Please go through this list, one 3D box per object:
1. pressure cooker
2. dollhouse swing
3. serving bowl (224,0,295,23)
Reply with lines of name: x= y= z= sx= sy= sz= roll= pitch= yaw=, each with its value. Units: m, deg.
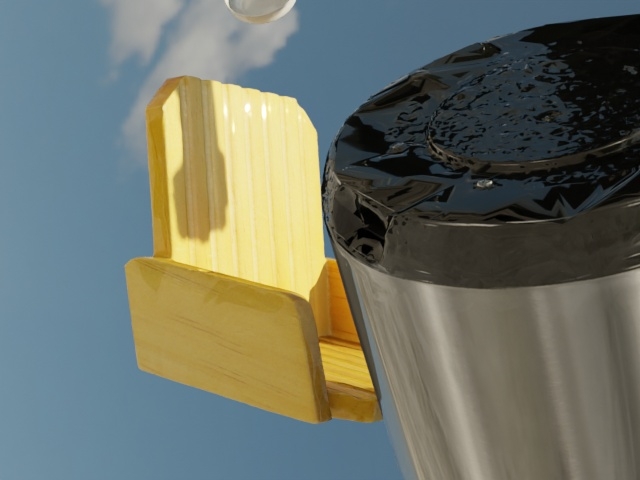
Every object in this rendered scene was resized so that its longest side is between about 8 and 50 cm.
pressure cooker: x=0.216 y=0.073 z=0.950 sx=0.375 sy=0.369 sz=0.421 roll=19 pitch=-47 yaw=49
dollhouse swing: x=0.000 y=0.000 z=1.311 sx=0.315 sy=0.346 sz=0.305 roll=12 pitch=-85 yaw=33
serving bowl: x=-0.063 y=-0.266 z=1.340 sx=0.027 sy=0.083 sz=0.083 roll=72 pitch=-8 yaw=-51
